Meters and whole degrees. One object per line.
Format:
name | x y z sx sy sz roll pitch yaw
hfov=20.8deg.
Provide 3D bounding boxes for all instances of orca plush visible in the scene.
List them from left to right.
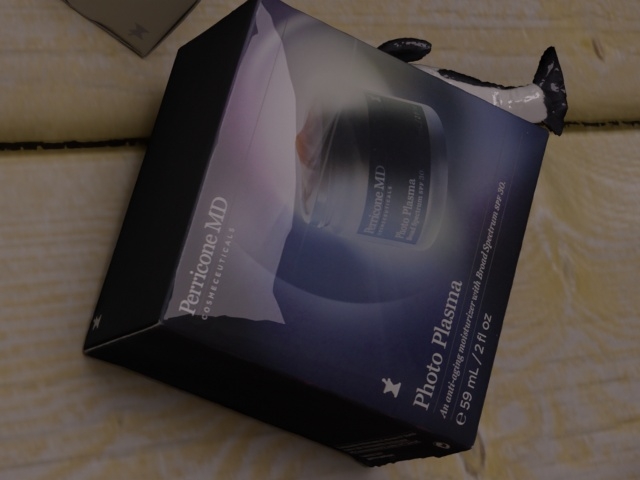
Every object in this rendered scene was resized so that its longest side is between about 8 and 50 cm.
orca plush | 0.089 -0.146 1.667 0.287 0.151 0.102 -17 33 -12

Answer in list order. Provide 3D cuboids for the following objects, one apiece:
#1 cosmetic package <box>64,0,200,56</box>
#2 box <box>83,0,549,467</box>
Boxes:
cosmetic package | -0.133 -0.335 1.600 0.153 0.129 0.296 35 54 -16
box | 0.000 0.000 1.459 0.294 0.182 0.296 23 70 -21
